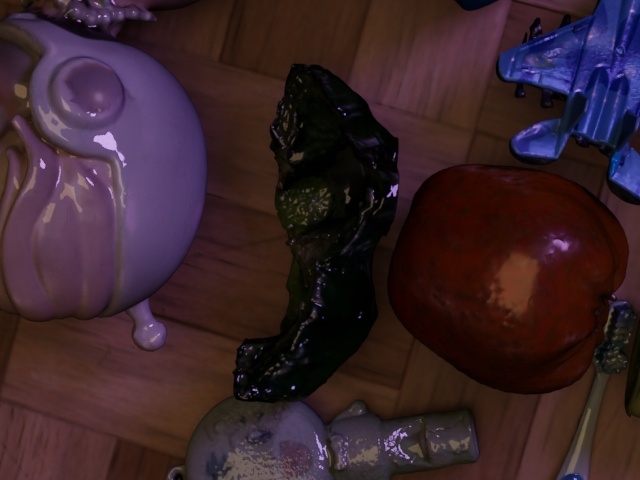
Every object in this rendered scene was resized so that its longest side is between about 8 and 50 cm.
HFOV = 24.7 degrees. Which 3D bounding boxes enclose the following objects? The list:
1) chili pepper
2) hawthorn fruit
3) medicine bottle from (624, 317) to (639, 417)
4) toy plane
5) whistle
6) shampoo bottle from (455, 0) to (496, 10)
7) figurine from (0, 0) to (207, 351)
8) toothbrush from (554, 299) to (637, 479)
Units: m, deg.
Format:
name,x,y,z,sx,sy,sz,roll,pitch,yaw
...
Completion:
name,x,y,z,sx,sy,sz,roll,pitch,yaw
chili pepper,0.008,-0.003,1.147,0.116,0.148,0.264,6,89,10
hawthorn fruit,0.141,0.024,1.114,0.189,0.189,0.189,0,92,9
medicine bottle,0.357,0.104,1.100,0.239,0.124,0.124,12,94,6
toy plane,0.227,-0.152,1.117,0.169,0.078,0.246,19,60,-2
whistle,0.000,0.177,1.193,0.258,0.067,0.126,-10,78,5
shampoo bottle,0.113,-0.397,1.018,0.331,0.331,0.342,-41,85,8
figurine,-0.178,-0.106,1.127,0.211,0.253,0.361,15,87,-8
toothbrush,0.193,0.233,1.180,0.040,0.040,0.386,17,99,9
